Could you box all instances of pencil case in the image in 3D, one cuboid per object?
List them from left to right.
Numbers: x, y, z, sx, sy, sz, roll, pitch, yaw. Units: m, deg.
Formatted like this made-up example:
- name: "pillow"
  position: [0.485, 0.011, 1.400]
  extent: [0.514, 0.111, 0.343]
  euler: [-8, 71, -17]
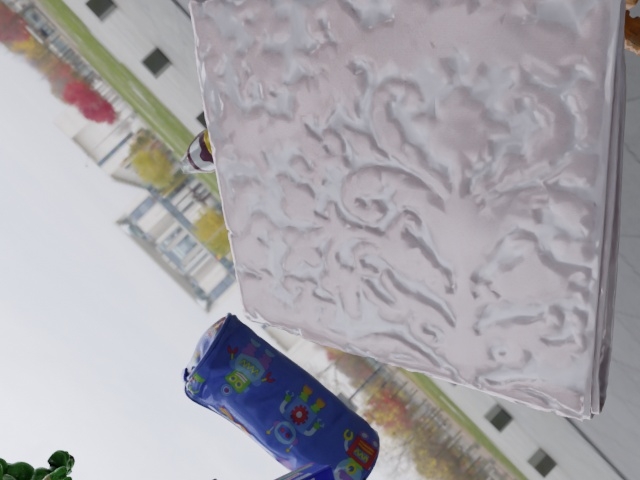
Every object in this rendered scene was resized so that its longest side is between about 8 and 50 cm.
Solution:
- name: "pencil case"
  position: [-0.056, 0.240, 0.914]
  extent: [0.306, 0.133, 0.119]
  euler: [40, 156, -5]

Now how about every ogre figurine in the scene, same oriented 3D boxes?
- name: "ogre figurine"
  position: [-0.357, 0.311, 0.817]
  extent: [0.118, 0.196, 0.097]
  euler: [87, -177, -69]

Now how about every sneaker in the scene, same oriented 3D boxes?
- name: "sneaker"
  position: [-0.148, -0.145, 0.970]
  extent: [0.070, 0.083, 0.185]
  euler: [62, -160, -8]

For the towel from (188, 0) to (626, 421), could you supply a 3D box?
- name: "towel"
  position: [0.053, -0.035, 0.501]
  extent: [0.331, 0.053, 0.317]
  euler: [12, 122, 33]

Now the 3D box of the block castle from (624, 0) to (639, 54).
- name: "block castle"
  position: [0.713, -0.391, 1.087]
  extent: [0.453, 0.213, 0.303]
  euler: [28, 176, -8]

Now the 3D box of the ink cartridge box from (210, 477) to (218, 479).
- name: "ink cartridge box"
  position: [-0.210, 0.465, 0.968]
  extent: [0.045, 0.206, 0.208]
  euler: [-119, 9, -58]

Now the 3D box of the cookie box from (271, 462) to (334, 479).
- name: "cookie box"
  position: [-0.021, 0.302, 0.686]
  extent: [0.040, 0.091, 0.107]
  euler: [-13, 86, 48]
